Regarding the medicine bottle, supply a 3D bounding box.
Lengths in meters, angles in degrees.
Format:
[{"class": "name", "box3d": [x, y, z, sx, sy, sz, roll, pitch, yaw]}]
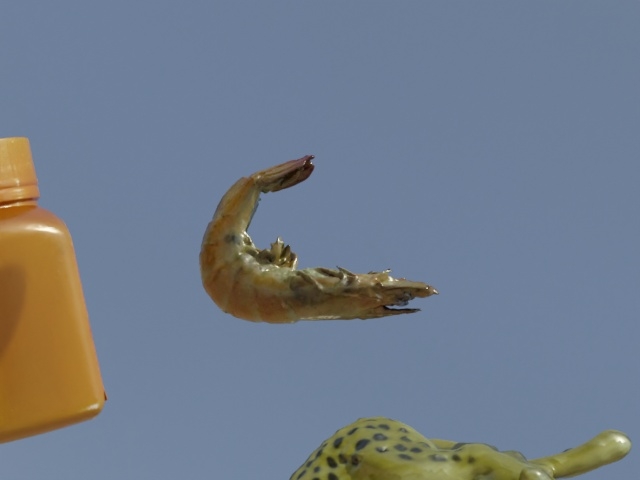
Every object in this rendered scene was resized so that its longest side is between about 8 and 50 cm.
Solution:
[{"class": "medicine bottle", "box3d": [-0.252, 0.038, 1.032, 0.149, 0.112, 0.222, -7, -85, 64]}]

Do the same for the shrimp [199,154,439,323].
[{"class": "shrimp", "box3d": [0.000, 0.000, 0.629, 0.114, 0.083, 0.023, 4, -15, 7]}]

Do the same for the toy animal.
[{"class": "toy animal", "box3d": [0.005, 0.099, 0.464, 0.136, 0.181, 0.073, 20, -51, 45]}]
